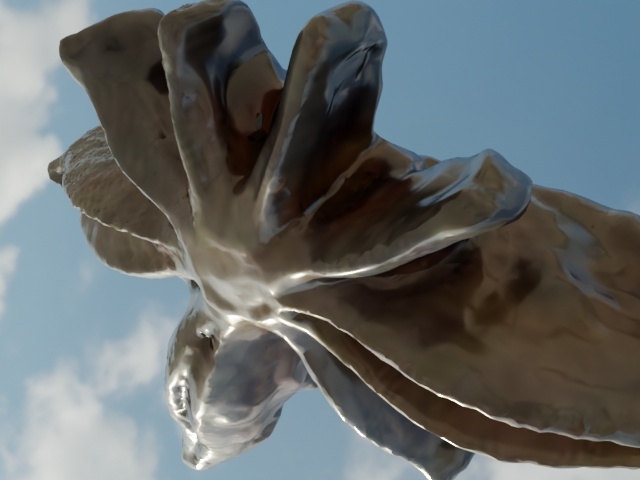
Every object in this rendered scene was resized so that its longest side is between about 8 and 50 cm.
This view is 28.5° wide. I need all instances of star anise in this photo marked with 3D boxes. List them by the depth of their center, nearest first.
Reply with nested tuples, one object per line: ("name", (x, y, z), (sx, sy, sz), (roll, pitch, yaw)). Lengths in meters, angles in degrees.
("star anise", (-0.003, 0.000, 0.430), (0.257, 0.198, 0.110), (-8, -152, 51))
